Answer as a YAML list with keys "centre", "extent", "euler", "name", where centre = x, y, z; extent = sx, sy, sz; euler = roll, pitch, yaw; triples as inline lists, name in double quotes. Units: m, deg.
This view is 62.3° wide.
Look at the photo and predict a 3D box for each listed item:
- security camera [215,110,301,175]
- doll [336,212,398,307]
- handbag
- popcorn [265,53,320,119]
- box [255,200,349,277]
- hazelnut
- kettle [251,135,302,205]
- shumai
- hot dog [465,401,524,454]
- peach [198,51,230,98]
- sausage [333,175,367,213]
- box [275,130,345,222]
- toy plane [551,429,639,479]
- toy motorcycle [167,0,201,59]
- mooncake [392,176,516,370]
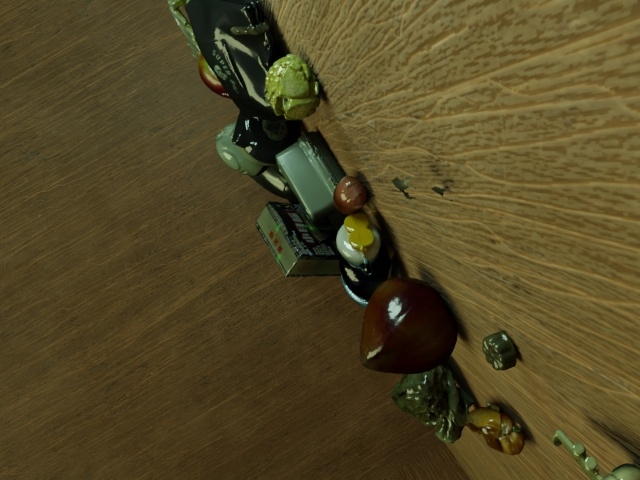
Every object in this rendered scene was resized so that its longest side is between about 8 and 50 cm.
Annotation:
- centre: [-0.198, -0.291, 1.579]
  extent: [0.191, 0.197, 0.277]
  euler: [21, 159, -29]
  name: "security camera"
- centre: [0.113, 0.058, 1.269]
  extent: [0.314, 0.140, 0.177]
  euler: [71, -176, -57]
  name: "doll"
- centre: [-0.151, -0.405, 1.192]
  extent: [0.288, 0.152, 0.342]
  euler: [32, 156, 57]
  name: "handbag"
- centre: [-0.056, -0.288, 1.018]
  extent: [0.116, 0.106, 0.121]
  euler: [47, 172, 26]
  name: "popcorn"
- centre: [0.000, 0.000, 1.430]
  extent: [0.310, 0.084, 0.198]
  euler: [2, -136, -43]
  name: "box"
- centre: [0.161, 0.180, 1.057]
  extent: [0.208, 0.208, 0.208]
  euler: [59, 177, 5]
  name: "hazelnut"
- centre: [-0.108, -0.253, 1.770]
  extent: [0.207, 0.251, 0.271]
  euler: [14, -152, -50]
  name: "kettle"
- centre: [0.314, 0.403, 1.406]
  extent: [0.218, 0.189, 0.256]
  euler: [37, 165, 11]
  name: "shumai"
- centre: [0.359, 0.383, 1.089]
  extent: [0.104, 0.076, 0.250]
  euler: [37, 173, 19]
  name: "hot dog"
- centre: [-0.248, -0.494, 1.504]
  extent: [0.197, 0.197, 0.197]
  euler: [59, 177, 5]
  name: "peach"
- centre: [0.065, -0.099, 1.180]
  extent: [0.077, 0.077, 0.194]
  euler: [59, 179, 1]
  name: "sausage"
- centre: [-0.015, -0.157, 1.348]
  extent: [0.210, 0.129, 0.148]
  euler: [60, 176, 6]
  name: "box"
- centre: [0.316, 0.277, 0.537]
  extent: [0.229, 0.092, 0.244]
  euler: [59, 177, 47]
  name: "toy plane"
- centre: [-0.335, -0.641, 1.652]
  extent: [0.237, 0.168, 0.410]
  euler: [52, 170, 17]
  name: "toy motorcycle"
- centre: [0.196, 0.046, 0.711]
  extent: [0.347, 0.057, 0.150]
  euler: [53, 165, -10]
  name: "mooncake"
